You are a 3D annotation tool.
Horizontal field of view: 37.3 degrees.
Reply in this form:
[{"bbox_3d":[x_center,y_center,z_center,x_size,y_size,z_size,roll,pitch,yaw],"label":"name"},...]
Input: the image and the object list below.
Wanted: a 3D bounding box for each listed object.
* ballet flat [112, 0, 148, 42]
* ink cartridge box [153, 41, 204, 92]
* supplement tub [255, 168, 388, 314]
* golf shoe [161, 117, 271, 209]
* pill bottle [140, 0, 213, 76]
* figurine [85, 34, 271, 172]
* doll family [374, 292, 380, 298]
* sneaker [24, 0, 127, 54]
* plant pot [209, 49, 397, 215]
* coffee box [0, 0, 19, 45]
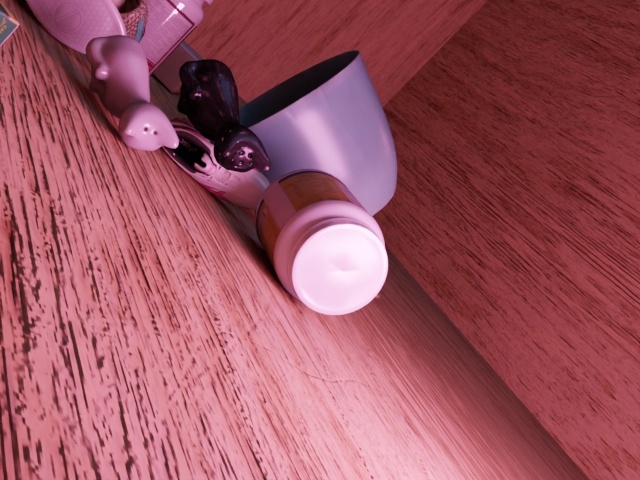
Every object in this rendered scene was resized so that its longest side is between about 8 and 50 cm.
[{"bbox_3d":[-0.447,-0.509,1.501,0.483,0.164,0.182,46,-28,-6],"label":"ballet flat"},{"bbox_3d":[-0.332,-0.402,2.050,0.154,0.093,0.212,43,4,-6],"label":"ink cartridge box"},{"bbox_3d":[0.000,0.000,1.239,0.144,0.144,0.199,42,7,-26],"label":"supplement tub"},{"bbox_3d":[-0.147,-0.096,1.319,0.186,0.067,0.086,34,16,-11],"label":"golf shoe"},{"bbox_3d":[-0.286,-0.398,1.684,0.121,0.221,0.121,44,5,-5],"label":"pill bottle"},{"bbox_3d":[-0.182,-0.164,1.205,0.215,0.092,0.209,9,31,-34],"label":"figurine"},{"bbox_3d":[0.011,0.033,1.421,0.111,0.076,0.193,1,45,-53],"label":"doll family"},{"bbox_3d":[-0.392,-0.382,1.391,0.296,0.104,0.147,39,11,-8],"label":"sneaker"},{"bbox_3d":[-0.010,-0.138,1.570,0.235,0.293,0.293,60,1,-16],"label":"plant pot"},{"bbox_3d":[-0.388,-0.267,0.922,0.113,0.040,0.184,47,6,26],"label":"coffee box"}]
